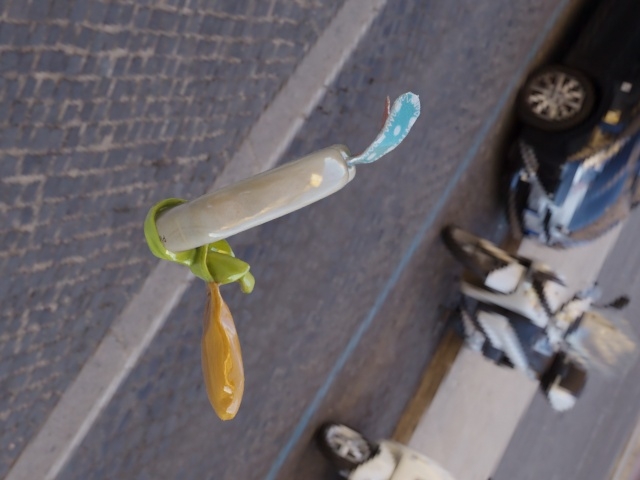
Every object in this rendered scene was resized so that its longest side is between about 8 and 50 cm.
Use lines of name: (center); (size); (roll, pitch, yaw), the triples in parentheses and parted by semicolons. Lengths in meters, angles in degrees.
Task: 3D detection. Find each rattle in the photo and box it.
rattle: (0.000, 0.000, 0.703); (0.200, 0.142, 0.130); (-22, 168, -39)
